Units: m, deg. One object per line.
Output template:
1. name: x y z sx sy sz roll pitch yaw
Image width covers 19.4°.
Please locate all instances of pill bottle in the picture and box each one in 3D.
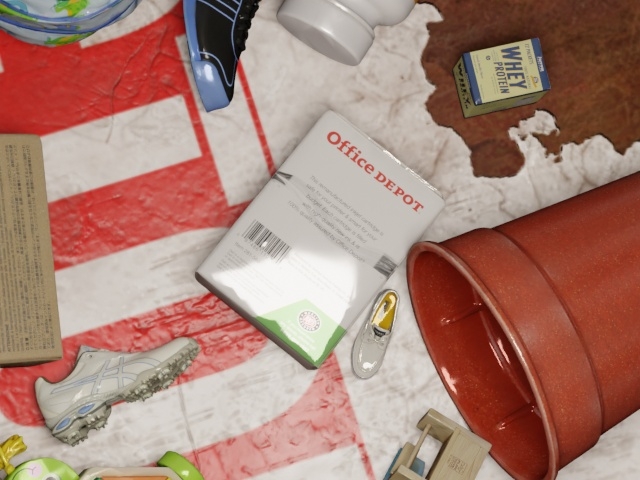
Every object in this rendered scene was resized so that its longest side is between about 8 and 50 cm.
1. pill bottle: 0.059 -0.310 1.942 0.136 0.136 0.245 31 83 0

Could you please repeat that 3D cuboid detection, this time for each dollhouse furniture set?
1. dollhouse furniture set: 0.108 0.296 1.900 0.129 0.129 0.183 32 59 -1

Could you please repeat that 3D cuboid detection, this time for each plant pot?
1. plant pot: 0.266 0.067 1.867 0.265 0.272 0.272 -27 86 -15

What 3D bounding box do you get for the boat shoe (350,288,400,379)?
1. boat shoe: 0.059 0.097 1.948 0.035 0.035 0.100 23 82 -2

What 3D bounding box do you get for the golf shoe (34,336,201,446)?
1. golf shoe: -0.210 0.132 1.912 0.176 0.069 0.086 -30 73 -12

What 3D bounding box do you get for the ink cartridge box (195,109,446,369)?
1. ink cartridge box: 0.000 0.000 1.926 0.160 0.092 0.219 39 82 0

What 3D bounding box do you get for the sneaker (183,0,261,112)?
1. sneaker: -0.096 -0.251 1.952 0.090 0.081 0.232 -6 83 2

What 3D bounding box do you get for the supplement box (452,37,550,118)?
1. supplement box: 0.189 -0.169 1.963 0.083 0.083 0.056 -13 84 -6

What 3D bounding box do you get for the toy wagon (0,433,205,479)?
1. toy wagon: -0.204 0.331 1.841 0.344 0.068 0.267 47 68 -7

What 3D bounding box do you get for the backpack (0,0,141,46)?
1. backpack: -0.313 -0.361 1.884 0.290 0.273 0.355 -40 100 -16

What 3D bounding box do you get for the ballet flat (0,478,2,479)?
1. ballet flat: -0.331 0.283 1.880 0.080 0.073 0.232 -41 88 -7

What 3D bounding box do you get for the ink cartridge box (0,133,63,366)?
1. ink cartridge box: -0.367 0.015 1.859 0.193 0.088 0.234 -2 82 -36
